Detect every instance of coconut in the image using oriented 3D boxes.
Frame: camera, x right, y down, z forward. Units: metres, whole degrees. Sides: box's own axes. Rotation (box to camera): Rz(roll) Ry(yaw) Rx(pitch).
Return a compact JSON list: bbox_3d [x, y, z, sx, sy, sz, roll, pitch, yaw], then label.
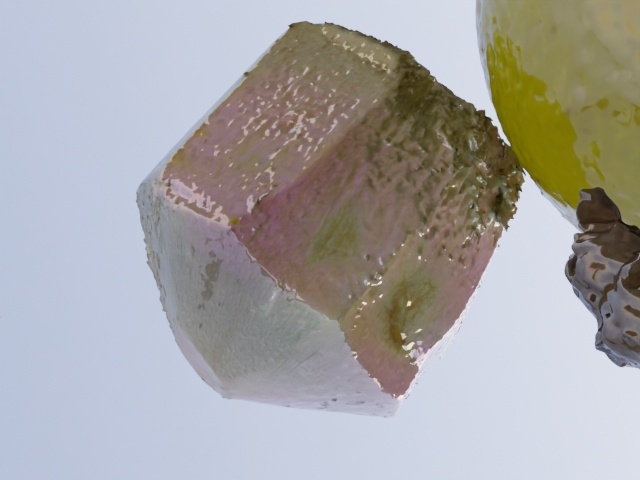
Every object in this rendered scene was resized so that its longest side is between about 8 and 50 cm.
[{"bbox_3d":[0.000,0.000,1.214,0.233,0.233,0.245,43,-111,-18],"label":"coconut"}]

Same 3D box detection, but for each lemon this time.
[{"bbox_3d":[0.252,-0.131,1.133,0.336,0.336,0.336,37,-149,-28],"label":"lemon"}]

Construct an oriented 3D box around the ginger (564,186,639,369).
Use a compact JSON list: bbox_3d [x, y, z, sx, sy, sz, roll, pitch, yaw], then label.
[{"bbox_3d":[0.211,0.066,0.662,0.290,0.084,0.122,23,-164,-28],"label":"ginger"}]
